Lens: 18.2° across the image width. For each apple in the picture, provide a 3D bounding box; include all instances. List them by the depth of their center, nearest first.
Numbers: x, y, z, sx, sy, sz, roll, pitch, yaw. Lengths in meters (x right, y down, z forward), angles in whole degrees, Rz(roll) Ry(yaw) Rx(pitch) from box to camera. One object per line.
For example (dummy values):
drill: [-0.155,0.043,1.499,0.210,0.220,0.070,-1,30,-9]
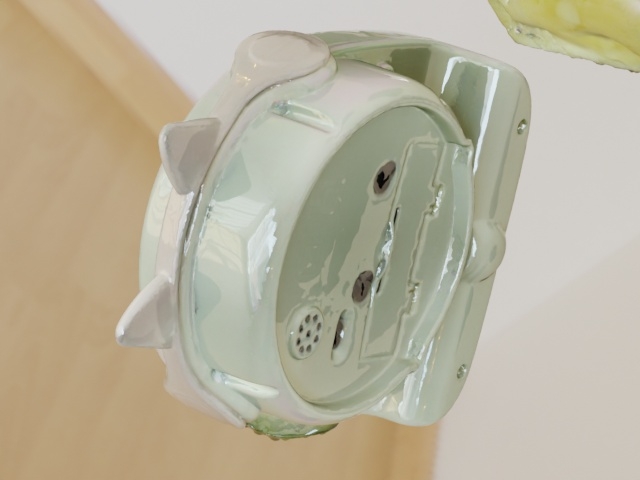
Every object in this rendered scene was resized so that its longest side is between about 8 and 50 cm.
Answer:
apple: [0.254,-0.263,1.878,0.265,0.120,0.193,19,-32,49]

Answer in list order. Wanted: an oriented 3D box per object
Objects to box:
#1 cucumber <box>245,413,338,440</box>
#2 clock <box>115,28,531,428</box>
cucumber: [-0.041,0.132,1.905,0.134,0.134,0.244,54,-12,4]
clock: [0.000,0.000,1.280,0.108,0.265,0.324,21,15,33]
